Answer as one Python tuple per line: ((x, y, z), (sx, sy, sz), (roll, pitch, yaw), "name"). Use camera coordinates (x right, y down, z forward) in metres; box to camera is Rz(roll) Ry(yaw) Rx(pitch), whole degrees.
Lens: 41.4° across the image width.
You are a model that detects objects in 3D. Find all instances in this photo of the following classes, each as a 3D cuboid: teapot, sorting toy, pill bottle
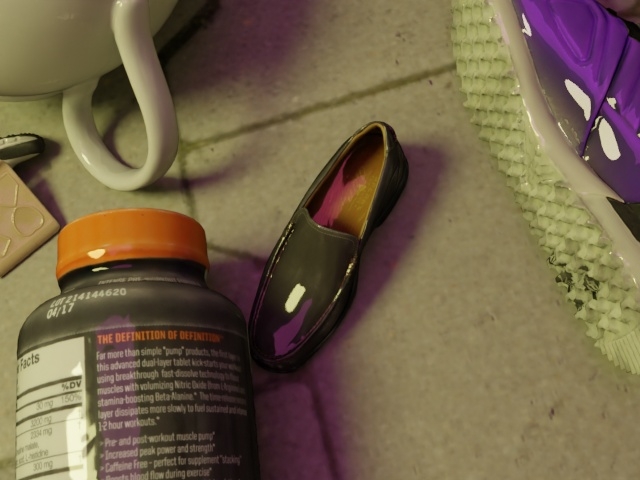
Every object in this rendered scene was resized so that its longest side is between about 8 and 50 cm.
((-0.206, -0.180, 0.559), (0.252, 0.187, 0.256), (11, 52, -16), "teapot")
((-0.228, -0.006, 0.575), (0.083, 0.012, 0.062), (-40, 98, -6), "sorting toy")
((-0.099, 0.109, 0.463), (0.130, 0.130, 0.246), (-8, 70, 5), "pill bottle")

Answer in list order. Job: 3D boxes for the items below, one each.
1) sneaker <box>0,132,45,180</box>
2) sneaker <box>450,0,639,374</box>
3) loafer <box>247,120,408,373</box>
((-0.242, -0.043, 0.592), (0.109, 0.040, 0.044), (-25, 101, -8), "sneaker")
((0.184, -0.077, 0.513), (0.146, 0.102, 0.293), (-19, 73, -6), "sneaker")
((0.000, 0.000, 0.523), (0.062, 0.061, 0.170), (22, 76, 14), "loafer")
